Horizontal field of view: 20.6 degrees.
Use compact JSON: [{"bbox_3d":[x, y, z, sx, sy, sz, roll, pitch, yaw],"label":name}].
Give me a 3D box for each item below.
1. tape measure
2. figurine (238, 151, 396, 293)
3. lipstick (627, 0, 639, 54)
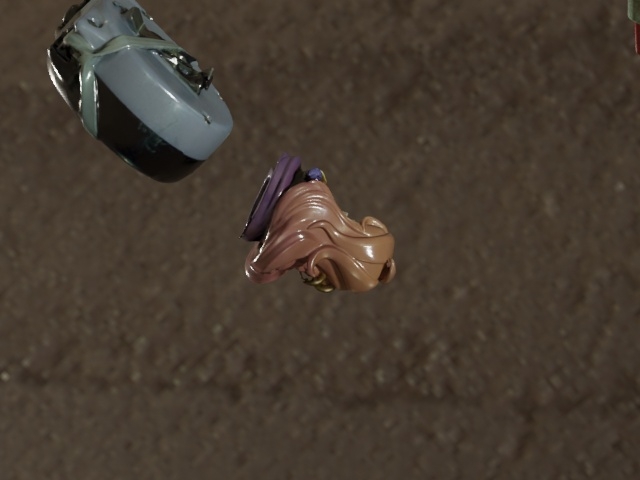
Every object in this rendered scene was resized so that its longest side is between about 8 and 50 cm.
[{"bbox_3d":[-0.163,-0.142,1.597,0.107,0.181,0.182,-45,17,12],"label":"tape measure"},{"bbox_3d":[-0.006,0.000,1.638,0.126,0.157,0.114,-57,-13,24],"label":"figurine"},{"bbox_3d":[0.298,-0.262,1.573,0.051,0.312,0.051,26,64,23],"label":"lipstick"}]
